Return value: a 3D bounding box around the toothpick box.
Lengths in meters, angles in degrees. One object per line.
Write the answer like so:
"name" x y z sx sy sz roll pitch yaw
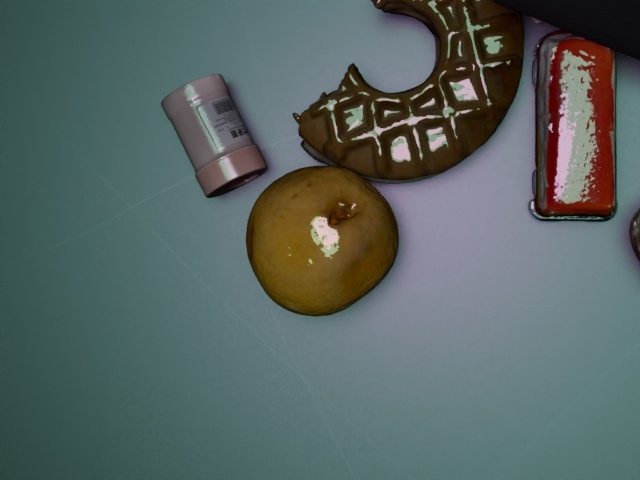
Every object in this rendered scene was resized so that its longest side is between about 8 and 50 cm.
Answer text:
"toothpick box" -0.149 -0.146 1.748 0.098 0.098 0.149 -27 86 7

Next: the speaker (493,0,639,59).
"speaker" 0.376 -0.360 1.547 0.388 0.184 0.180 16 65 -20

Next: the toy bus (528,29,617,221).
"toy bus" 0.345 -0.158 1.673 0.121 0.120 0.265 1 91 6

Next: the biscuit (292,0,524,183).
"biscuit" 0.141 -0.245 1.704 0.268 0.115 0.366 24 93 6

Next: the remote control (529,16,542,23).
"remote control" 0.248 -0.433 1.677 0.055 0.103 0.277 -25 80 18

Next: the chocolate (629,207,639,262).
"chocolate" 0.519 0.043 1.670 0.161 0.083 0.261 -32 86 -11

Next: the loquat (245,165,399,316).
"loquat" 0.000 0.000 1.676 0.208 0.208 0.208 0 90 7
